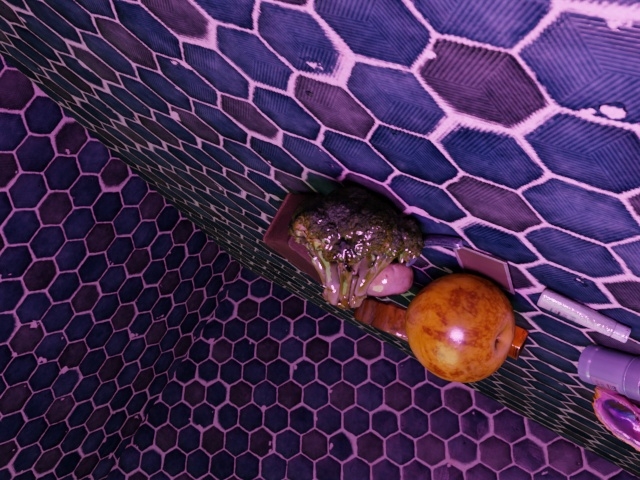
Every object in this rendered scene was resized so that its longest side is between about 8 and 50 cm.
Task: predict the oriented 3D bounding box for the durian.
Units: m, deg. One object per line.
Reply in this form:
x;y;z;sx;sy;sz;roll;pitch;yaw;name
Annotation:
0.834;0.447;1.387;0.260;0.186;0.153;54;168;30;durian

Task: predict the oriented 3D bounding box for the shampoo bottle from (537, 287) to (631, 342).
0.576;0.164;1.216;0.191;0.041;0.069;26;161;22;shampoo bottle

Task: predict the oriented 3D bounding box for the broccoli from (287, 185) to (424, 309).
0.075;0.013;1.315;0.304;0.283;0.321;3;-171;-24;broccoli

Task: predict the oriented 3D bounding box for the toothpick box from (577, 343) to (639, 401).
0.714;0.315;1.325;0.101;0.101;0.153;39;167;-28;toothpick box

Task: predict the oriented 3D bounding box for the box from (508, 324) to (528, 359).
0.511;0.272;1.711;0.237;0.070;0.152;24;165;25;box

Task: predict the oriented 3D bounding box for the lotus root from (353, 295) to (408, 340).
0.277;0.269;1.706;0.375;0.111;0.390;20;174;29;lotus root

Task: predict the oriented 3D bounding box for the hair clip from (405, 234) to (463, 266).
0.259;0.015;1.363;0.083;0.048;0.275;57;163;-3;hair clip

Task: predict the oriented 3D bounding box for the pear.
0.344;0.215;1.389;0.281;0.280;0.280;30;167;8;pear

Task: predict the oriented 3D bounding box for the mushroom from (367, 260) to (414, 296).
0.197;0.108;1.675;0.166;0.166;0.127;135;121;-77;mushroom

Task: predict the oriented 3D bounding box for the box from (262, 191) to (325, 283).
-0.001;0.000;1.625;0.273;0.184;0.143;39;161;-32;box

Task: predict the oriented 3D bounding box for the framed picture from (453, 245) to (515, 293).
0.394;0.066;1.335;0.142;0.011;0.183;23;164;34;framed picture
